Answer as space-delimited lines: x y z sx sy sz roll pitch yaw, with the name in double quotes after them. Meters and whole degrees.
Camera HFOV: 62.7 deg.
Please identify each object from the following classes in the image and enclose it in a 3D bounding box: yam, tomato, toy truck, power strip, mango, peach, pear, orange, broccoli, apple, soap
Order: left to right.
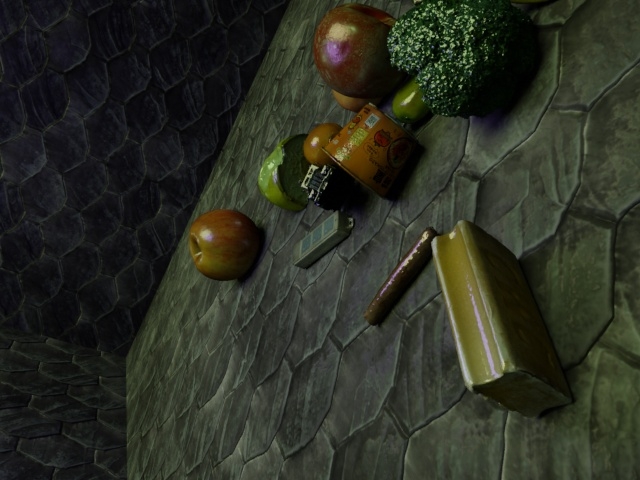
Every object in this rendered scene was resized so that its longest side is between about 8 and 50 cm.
-0.389 0.010 2.058 0.301 0.302 0.301 -43 34 40 "apple"
-0.132 -0.246 1.902 0.292 0.159 0.292 -48 31 40 "pear"
0.000 0.000 1.562 0.272 0.052 0.078 -39 37 45 "power strip"
0.011 -0.160 1.494 0.127 0.127 0.257 -63 -3 6 "toy truck"
0.023 -0.295 1.663 0.155 0.134 0.154 -45 -6 -6 "orange"
0.118 -0.476 1.592 0.184 0.184 0.184 -43 34 40 "peach"
0.111 -0.485 1.377 0.270 0.270 0.222 -101 26 -49 "tomato"
0.178 0.081 1.162 0.264 0.046 0.046 -58 27 22 "yam"
0.249 -0.376 1.344 0.163 0.089 0.117 -56 22 19 "mango"
0.294 -0.391 1.115 0.275 0.308 0.307 115 173 -79 "broccoli"
0.271 0.115 0.812 0.089 0.173 0.274 -39 38 32 "soap"

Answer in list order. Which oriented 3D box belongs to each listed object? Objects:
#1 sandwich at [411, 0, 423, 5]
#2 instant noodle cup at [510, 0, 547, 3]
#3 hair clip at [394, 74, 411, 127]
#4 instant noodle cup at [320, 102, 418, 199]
0.325 -0.596 1.339 0.185 0.109 0.159 -12 75 35 "sandwich"
0.429 -0.682 1.027 0.325 0.326 0.254 -9 52 61 "instant noodle cup"
0.215 -0.339 1.443 0.229 0.036 0.066 -67 20 14 "hair clip"
0.133 -0.233 1.338 0.172 0.216 0.216 -51 28 10 "instant noodle cup"
